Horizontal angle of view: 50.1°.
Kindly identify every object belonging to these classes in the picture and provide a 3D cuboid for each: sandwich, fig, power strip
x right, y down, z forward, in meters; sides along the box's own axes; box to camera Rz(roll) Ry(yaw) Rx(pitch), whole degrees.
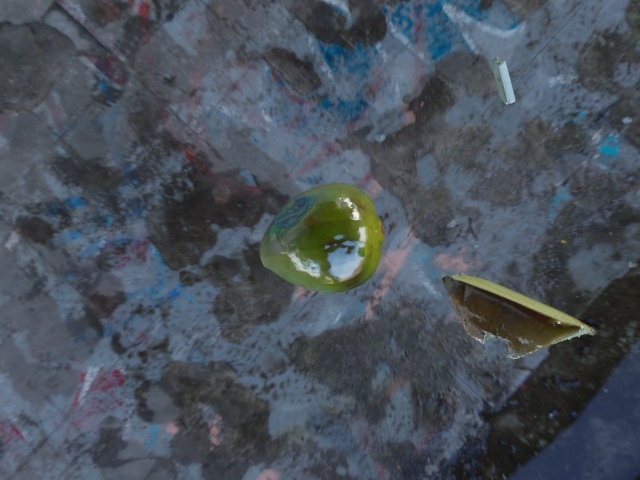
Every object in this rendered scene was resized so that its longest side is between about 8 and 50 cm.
[{"bbox_3d":[0.312,0.131,1.123,0.244,0.090,0.088,23,109,37],"label":"sandwich"},{"bbox_3d":[0.004,0.001,1.273,0.230,0.207,0.207,-13,87,-11],"label":"fig"},{"bbox_3d":[0.338,-0.296,1.269,0.016,0.040,0.090,-23,117,1],"label":"power strip"}]
